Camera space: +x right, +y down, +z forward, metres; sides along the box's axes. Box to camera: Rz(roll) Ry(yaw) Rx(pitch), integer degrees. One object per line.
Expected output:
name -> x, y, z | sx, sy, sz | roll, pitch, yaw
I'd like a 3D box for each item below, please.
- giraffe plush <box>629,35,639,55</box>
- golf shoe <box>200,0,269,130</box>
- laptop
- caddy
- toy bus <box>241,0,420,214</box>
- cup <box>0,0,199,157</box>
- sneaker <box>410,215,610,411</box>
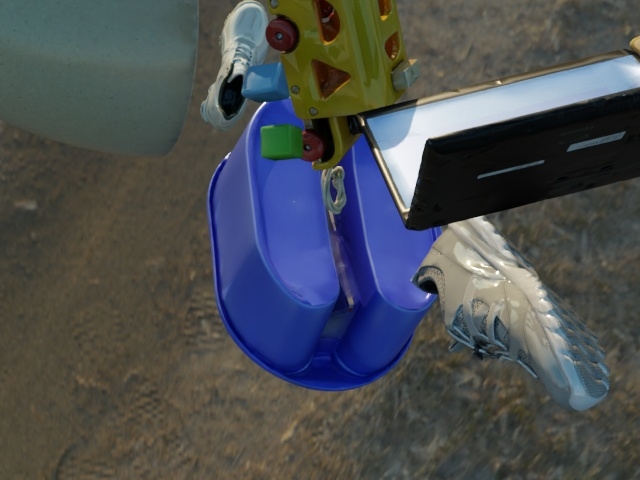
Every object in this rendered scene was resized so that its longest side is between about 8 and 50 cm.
giraffe plush -> 0.471, -0.188, 1.466 | 0.170, 0.210, 0.181 | -28, 91, 8
golf shoe -> -0.101, -0.229, 1.642 | 0.069, 0.086, 0.176 | 14, 91, -17
laptop -> 0.156, -0.101, 0.857 | 0.234, 0.264, 0.137 | -15, 74, -4
caddy -> 0.000, 0.000, 1.430 | 0.241, 0.179, 0.341 | 3, 58, -18
toy bus -> 0.029, -0.142, 1.071 | 0.104, 0.202, 0.191 | -3, 70, 25
cup -> -0.291, -0.249, 1.344 | 0.236, 0.331, 0.331 | -4, 61, -24
sneaker -> 0.180, 0.084, 1.218 | 0.115, 0.105, 0.281 | -45, 34, 9
